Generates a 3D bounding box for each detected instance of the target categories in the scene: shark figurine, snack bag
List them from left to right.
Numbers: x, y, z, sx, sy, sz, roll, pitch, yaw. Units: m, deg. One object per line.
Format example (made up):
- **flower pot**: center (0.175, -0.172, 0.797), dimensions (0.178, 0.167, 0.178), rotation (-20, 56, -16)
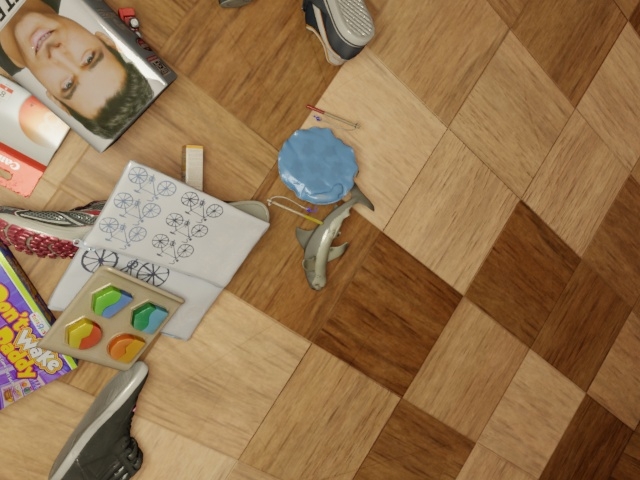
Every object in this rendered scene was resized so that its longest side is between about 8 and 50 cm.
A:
- **snack bag**: center (-0.306, 0.045, 0.962), dimensions (0.323, 0.037, 0.343), rotation (26, 107, -42)
- **shark figurine**: center (0.003, -0.024, 1.162), dimensions (0.166, 0.116, 0.278), rotation (21, 98, -58)

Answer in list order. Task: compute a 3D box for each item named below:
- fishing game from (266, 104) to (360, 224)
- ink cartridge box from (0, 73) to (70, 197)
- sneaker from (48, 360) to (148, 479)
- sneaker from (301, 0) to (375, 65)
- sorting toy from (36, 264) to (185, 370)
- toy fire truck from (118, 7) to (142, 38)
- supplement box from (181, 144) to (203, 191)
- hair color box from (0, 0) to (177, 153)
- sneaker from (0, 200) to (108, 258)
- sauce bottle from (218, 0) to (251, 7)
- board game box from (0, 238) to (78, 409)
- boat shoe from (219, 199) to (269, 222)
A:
- **fishing game**: center (-0.005, -0.171, 1.140), dimensions (0.189, 0.041, 0.264), rotation (19, 77, -7)
- **ink cartridge box**: center (-0.566, -0.190, 0.915), dimensions (0.145, 0.045, 0.179), rotation (31, 82, -24)
- **sneaker**: center (-0.414, 0.395, 1.039), dimensions (0.146, 0.104, 0.296), rotation (37, 88, -25)
- **sneaker**: center (0.017, -0.539, 1.086), dimensions (0.126, 0.127, 0.322), rotation (-3, 74, -29)
- **sorting toy**: center (-0.389, 0.160, 0.945), dimensions (0.208, 0.038, 0.193), rotation (-48, 136, 5)
- **toy fire truck**: center (-0.413, -0.389, 0.950), dimensions (0.135, 0.047, 0.192), rotation (-13, 105, -20)
- **supplement box**: center (-0.269, -0.148, 1.040), dimensions (0.036, 0.062, 0.099), rotation (-1, 97, -24)
- **hair color box**: center (-0.459, -0.357, 0.863), dimensions (0.185, 0.114, 0.374), rotation (-41, 112, 13)
- **sneaker**: center (-0.459, -0.026, 0.953), dimensions (0.299, 0.120, 0.112), rotation (8, 67, -35)
- **sauce bottle**: center (-0.207, -0.644, 0.969), dimensions (0.111, 0.111, 0.345), rotation (-16, 104, -21)
- **board game box**: center (-0.646, 0.143, 0.908), dimensions (0.233, 0.078, 0.347), rotation (-30, 108, -17)
- **boat shoe**: center (-0.235, -0.050, 1.046), dimensions (0.254, 0.079, 0.095), rotation (-7, 88, -33)
